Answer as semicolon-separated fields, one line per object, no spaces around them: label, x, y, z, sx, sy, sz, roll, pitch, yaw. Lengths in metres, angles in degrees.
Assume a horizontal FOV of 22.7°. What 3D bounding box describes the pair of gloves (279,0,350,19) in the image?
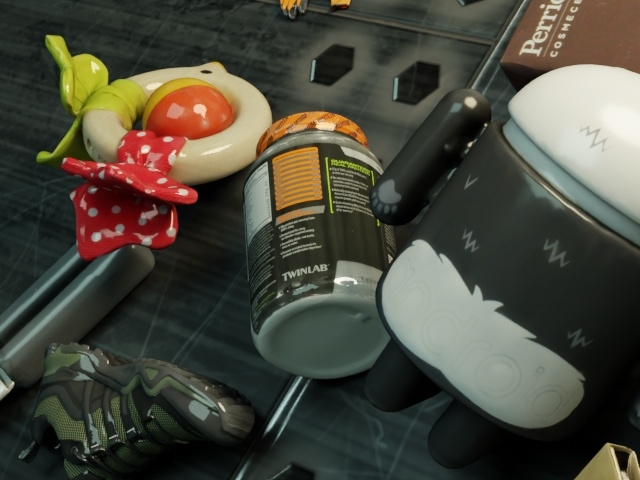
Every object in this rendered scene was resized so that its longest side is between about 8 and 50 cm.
pair of gloves;0.000;-0.239;1.477;0.083;0.010;0.074;-7;54;30

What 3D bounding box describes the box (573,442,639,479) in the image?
box;0.143;0.241;0.932;0.164;0.021;0.201;-100;31;-43

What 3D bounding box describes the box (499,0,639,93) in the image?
box;0.337;-0.141;1.082;0.381;0.143;0.191;10;65;41

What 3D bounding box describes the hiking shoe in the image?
hiking shoe;-0.143;0.151;1.249;0.227;0.086;0.114;6;76;44

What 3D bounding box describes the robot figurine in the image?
robot figurine;0.148;0.017;1.046;0.278;0.209;0.173;-55;21;17

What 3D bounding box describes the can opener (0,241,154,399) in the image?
can opener;-0.267;0.084;1.372;0.280;0.093;0.074;-40;44;-4

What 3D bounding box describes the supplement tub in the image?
supplement tub;0.000;0.000;1.224;0.117;0.117;0.190;-22;48;20

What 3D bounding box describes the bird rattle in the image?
bird rattle;-0.141;-0.097;1.370;0.207;0.143;0.253;-18;29;-19
